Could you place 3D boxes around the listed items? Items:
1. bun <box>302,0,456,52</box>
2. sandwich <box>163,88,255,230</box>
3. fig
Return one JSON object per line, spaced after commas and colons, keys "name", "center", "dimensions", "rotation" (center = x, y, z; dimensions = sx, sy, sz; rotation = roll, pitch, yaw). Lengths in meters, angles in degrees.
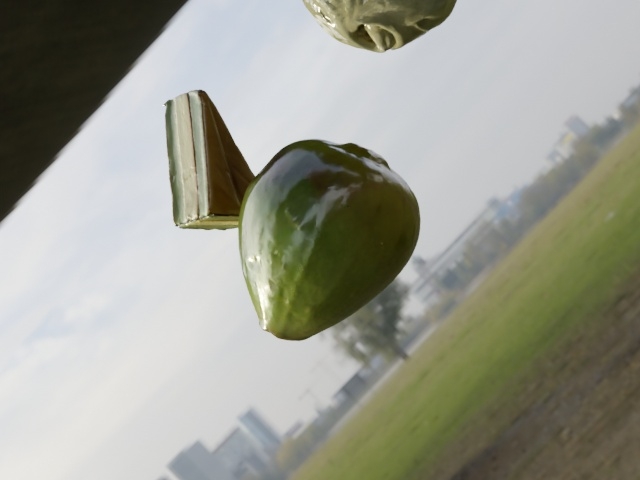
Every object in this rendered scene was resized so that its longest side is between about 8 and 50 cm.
{"name": "bun", "center": [0.060, -0.265, 1.373], "dimensions": [0.183, 0.183, 0.102], "rotation": [89, -168, -81]}
{"name": "sandwich", "center": [-0.127, -0.099, 1.529], "dimensions": [0.079, 0.163, 0.113], "rotation": [-16, -12, 40]}
{"name": "fig", "center": [-0.005, -0.009, 1.395], "dimensions": [0.230, 0.207, 0.207], "rotation": [-40, -5, 13]}
